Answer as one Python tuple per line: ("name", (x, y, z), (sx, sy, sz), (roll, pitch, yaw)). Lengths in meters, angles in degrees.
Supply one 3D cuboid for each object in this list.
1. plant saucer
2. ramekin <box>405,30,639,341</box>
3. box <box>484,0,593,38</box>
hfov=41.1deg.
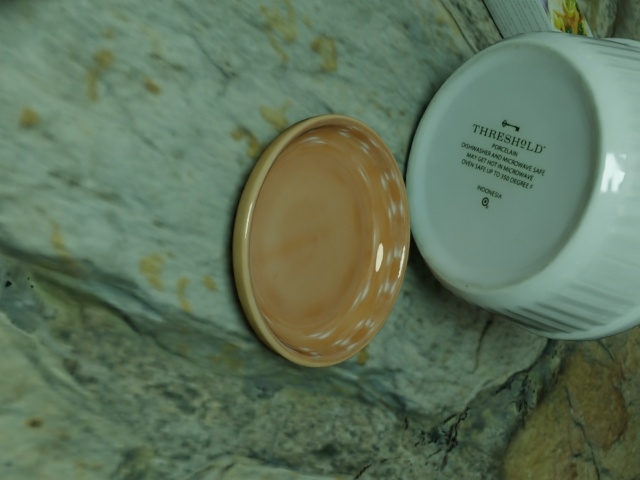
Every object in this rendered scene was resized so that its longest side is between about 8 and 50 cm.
("plant saucer", (0.000, 0.000, 0.681), (0.200, 0.037, 0.200), (-9, 102, -47))
("ramekin", (0.189, -0.051, 0.732), (0.127, 0.273, 0.273), (9, 88, -36))
("box", (0.195, -0.269, 0.848), (0.324, 0.067, 0.063), (46, 60, -40))
